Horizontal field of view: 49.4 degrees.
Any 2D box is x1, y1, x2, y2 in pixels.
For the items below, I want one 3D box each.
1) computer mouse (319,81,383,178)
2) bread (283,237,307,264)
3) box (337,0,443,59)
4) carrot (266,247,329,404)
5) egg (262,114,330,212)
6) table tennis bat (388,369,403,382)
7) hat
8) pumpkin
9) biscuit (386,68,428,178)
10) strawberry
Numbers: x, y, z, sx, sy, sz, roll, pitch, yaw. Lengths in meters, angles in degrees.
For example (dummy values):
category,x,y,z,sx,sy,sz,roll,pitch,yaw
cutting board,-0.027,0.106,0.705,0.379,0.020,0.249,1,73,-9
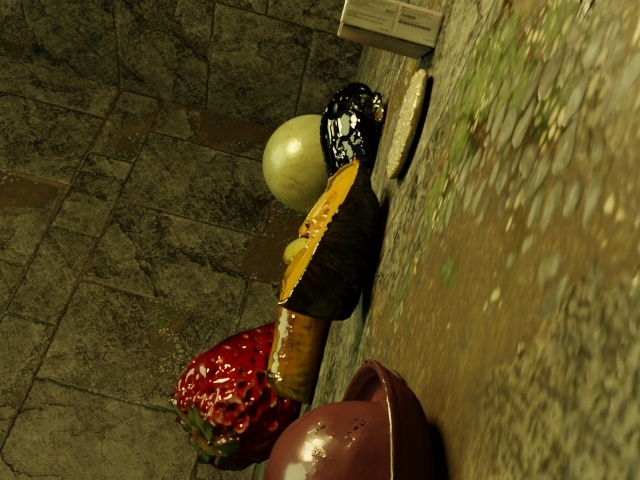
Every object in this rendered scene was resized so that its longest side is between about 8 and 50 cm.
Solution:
category,x,y,z,sx,sy,sz,roll,pitch,yaw
computer mouse,0.051,-0.219,1.374,0.146,0.078,0.241,-32,51,46
bread,0.000,0.000,1.536,0.188,0.065,0.149,-30,25,36
box,0.093,-0.299,0.973,0.129,0.130,0.051,-93,18,-81
carrot,-0.037,0.160,1.362,0.114,0.114,0.301,113,171,-70
egg,-0.013,-0.176,1.574,0.295,0.219,0.218,-47,-26,-71
table tennis bat,0.001,0.142,0.603,0.170,0.119,0.107,-92,17,-75
hat,0.005,0.176,0.457,0.205,0.089,0.205,-168,90,-80
pumpkin,0.043,-0.009,0.962,0.163,0.111,0.278,-57,9,24
biscuit,0.114,-0.151,0.910,0.152,0.020,0.152,-166,90,-88
strawberry,-0.150,0.338,1.583,0.345,0.295,0.317,-37,-42,-36
